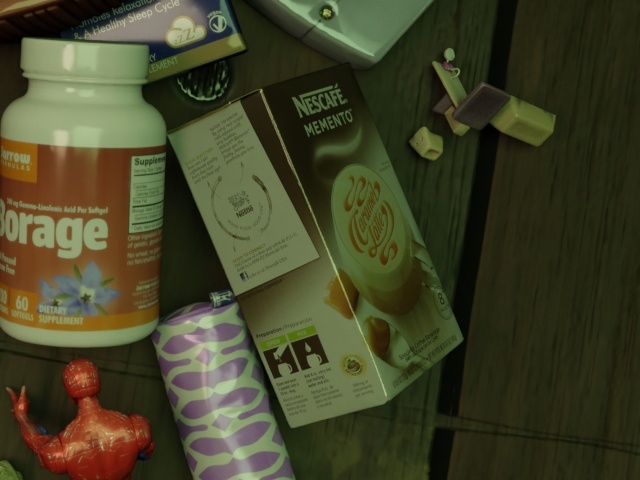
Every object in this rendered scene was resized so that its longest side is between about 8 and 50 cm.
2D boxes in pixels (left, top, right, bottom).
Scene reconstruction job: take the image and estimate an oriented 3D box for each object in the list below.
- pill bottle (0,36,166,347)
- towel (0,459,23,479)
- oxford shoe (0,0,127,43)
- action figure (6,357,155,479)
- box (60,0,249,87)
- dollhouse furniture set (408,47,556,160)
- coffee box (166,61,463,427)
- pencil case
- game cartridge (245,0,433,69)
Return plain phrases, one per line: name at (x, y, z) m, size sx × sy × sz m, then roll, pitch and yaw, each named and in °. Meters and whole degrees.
pill bottle at (-0.176, -0.038, 0.883) m, size 0.121 × 0.121 × 0.216 m, roll 0°, pitch 100°, yaw -16°
towel at (-0.256, 0.250, 0.897) m, size 0.110 × 0.027 × 0.148 m, roll -20°, pitch 95°, yaw -38°
oxford shoe at (-0.271, -0.201, 0.860) m, size 0.348 × 0.123 × 0.130 m, roll -14°, pitch 92°, yaw -6°
action figure at (-0.168, 0.206, 0.918) m, size 0.091 × 0.139 × 0.280 m, roll -14°, pitch 112°, yaw -20°
box at (-0.157, -0.234, 0.939) m, size 0.136 × 0.036 × 0.225 m, roll -19°, pitch 94°, yaw 6°
dollhouse furniture set at (0.140, -0.115, 1.063) m, size 0.114 × 0.091 × 0.081 m, roll 17°, pitch 39°, yaw -37°
coffee box at (0.000, 0.000, 0.937) m, size 0.141 × 0.098 × 0.247 m, roll -28°, pitch 96°, yaw -56°
pencil case at (-0.070, 0.141, 0.948) m, size 0.088 × 0.086 × 0.206 m, roll -16°, pitch 92°, yaw -39°
game cartridge at (-0.019, -0.295, 1.006) m, size 0.297 × 0.062 × 0.198 m, roll 44°, pitch 80°, yaw -9°
